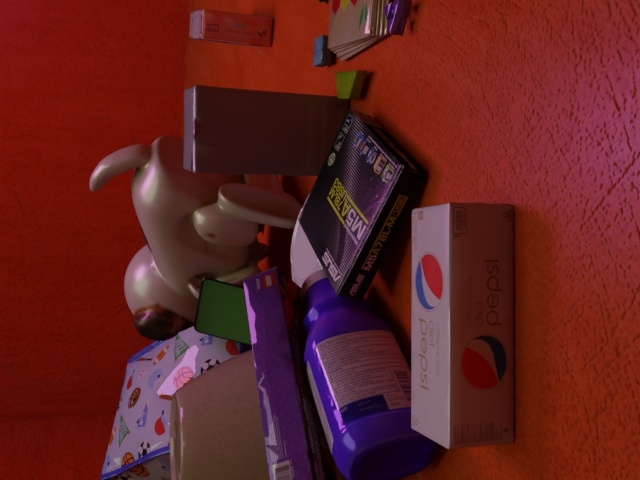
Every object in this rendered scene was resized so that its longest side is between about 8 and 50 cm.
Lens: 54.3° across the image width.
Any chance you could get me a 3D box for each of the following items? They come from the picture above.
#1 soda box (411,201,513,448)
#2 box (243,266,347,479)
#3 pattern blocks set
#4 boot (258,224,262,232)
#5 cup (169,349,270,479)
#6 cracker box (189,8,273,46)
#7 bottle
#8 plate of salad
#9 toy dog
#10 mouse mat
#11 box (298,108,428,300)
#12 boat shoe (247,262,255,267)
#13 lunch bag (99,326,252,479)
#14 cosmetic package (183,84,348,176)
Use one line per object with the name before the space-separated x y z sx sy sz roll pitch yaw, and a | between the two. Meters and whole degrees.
soda box | 0.130 0.074 0.578 0.074 0.069 0.216 176 95 -71
box | -0.014 0.204 0.830 0.201 0.057 0.293 48 -156 -53
pattern blocks set | 0.055 -0.342 0.873 0.325 0.026 0.285 -134 48 -64
boot | -0.151 -0.083 1.445 0.106 0.037 0.114 -113 26 -54
cup | -0.121 0.328 1.031 0.331 0.237 0.330 180 90 -71
cracker box | -0.213 -0.493 1.452 0.232 0.156 0.067 -137 50 -65
bottle | 0.040 0.147 0.753 0.282 0.118 0.092 -114 24 -49
plate of salad | 0.000 0.000 0.985 0.200 0.048 0.199 -168 90 -68
toy dog | -0.255 0.018 1.225 0.284 0.396 0.407 61 137 40
mouse mat | -0.140 0.144 1.177 0.007 0.190 0.152 -82 8 -51
box | 0.045 -0.052 0.808 0.184 0.045 0.190 -62 30 23
boat shoe | -0.204 0.096 1.504 0.076 0.083 0.226 -171 82 -69
lunch bag | -0.277 0.370 1.405 0.385 0.239 0.327 -36 39 32
cosmetic package | -0.084 -0.161 0.941 0.107 0.238 0.127 -154 67 -69
